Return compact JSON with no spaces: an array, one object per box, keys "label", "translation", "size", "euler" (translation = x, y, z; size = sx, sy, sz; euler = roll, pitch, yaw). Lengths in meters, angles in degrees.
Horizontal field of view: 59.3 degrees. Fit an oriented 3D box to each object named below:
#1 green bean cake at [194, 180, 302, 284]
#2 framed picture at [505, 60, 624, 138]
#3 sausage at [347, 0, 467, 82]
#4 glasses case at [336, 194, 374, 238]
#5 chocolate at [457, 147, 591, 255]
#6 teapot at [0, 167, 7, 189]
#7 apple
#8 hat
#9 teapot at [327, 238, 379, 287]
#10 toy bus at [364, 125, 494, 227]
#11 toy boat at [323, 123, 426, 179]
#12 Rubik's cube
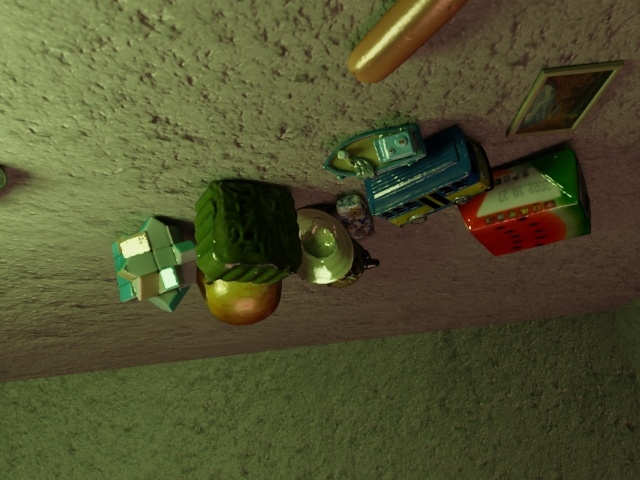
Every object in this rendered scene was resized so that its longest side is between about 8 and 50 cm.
[{"label":"green bean cake","translation":[-0.187,-0.019,1.456],"size":[0.250,0.247,0.156],"euler":[9,153,-33]},{"label":"framed picture","translation":[0.555,-0.319,1.301],"size":[0.184,0.016,0.250],"euler":[-7,157,-5]},{"label":"sausage","translation":[0.152,-0.370,0.959],"size":[0.086,0.086,0.289],"euler":[9,153,-34]},{"label":"glasses case","translation":[0.109,-0.065,1.678],"size":[0.087,0.065,0.248],"euler":[-15,155,11]},{"label":"chocolate","translation":[0.609,-0.092,1.660],"size":[0.341,0.161,0.360],"euler":[-17,156,26]},{"label":"teapot","translation":[-0.785,-0.091,1.263],"size":[0.200,0.107,0.077],"euler":[-25,149,33]},{"label":"apple","translation":[-0.254,0.113,1.706],"size":[0.302,0.301,0.301],"euler":[-7,157,-3]},{"label":"hat","translation":[0.000,0.000,1.716],"size":[0.252,0.252,0.110],"euler":[-23,-166,31]},{"label":"teapot","translation":[0.059,0.077,1.820],"size":[0.269,0.173,0.182],"euler":[-2,-170,-19]},{"label":"toy bus","translation":[0.274,-0.153,1.438],"size":[0.288,0.138,0.175],"euler":[-24,153,33]},{"label":"toy boat","translation":[0.121,-0.200,1.304],"size":[0.238,0.109,0.098],"euler":[-14,-174,15]},{"label":"Rubik's cube","translation":[-0.466,0.076,1.583],"size":[0.224,0.265,0.213],"euler":[-8,172,-37]}]
